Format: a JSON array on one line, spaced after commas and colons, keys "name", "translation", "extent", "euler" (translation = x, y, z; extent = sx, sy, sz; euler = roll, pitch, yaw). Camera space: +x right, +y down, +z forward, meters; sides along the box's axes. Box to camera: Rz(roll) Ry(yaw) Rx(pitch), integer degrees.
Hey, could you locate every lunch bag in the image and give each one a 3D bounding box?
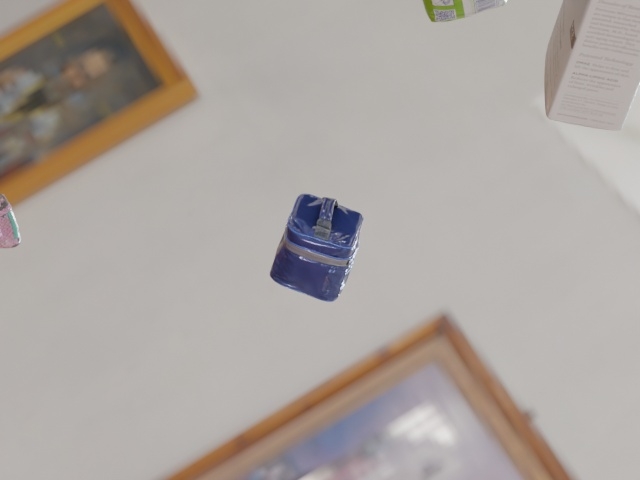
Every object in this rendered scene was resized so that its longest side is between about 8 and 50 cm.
[{"name": "lunch bag", "translation": [0.000, 0.000, 1.717], "extent": [0.067, 0.065, 0.098], "euler": [20, 26, -2]}]

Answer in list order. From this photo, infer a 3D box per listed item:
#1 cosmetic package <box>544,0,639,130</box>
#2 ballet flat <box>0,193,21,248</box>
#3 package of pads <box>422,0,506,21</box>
[{"name": "cosmetic package", "translation": [0.289, -0.231, 1.935], "extent": [0.117, 0.085, 0.231], "euler": [-85, -175, -45]}, {"name": "ballet flat", "translation": [-0.404, 0.014, 2.052], "extent": [0.079, 0.221, 0.077], "euler": [66, 29, -9]}, {"name": "package of pads", "translation": [0.124, -0.407, 2.009], "extent": [0.229, 0.101, 0.296], "euler": [66, 15, -66]}]
